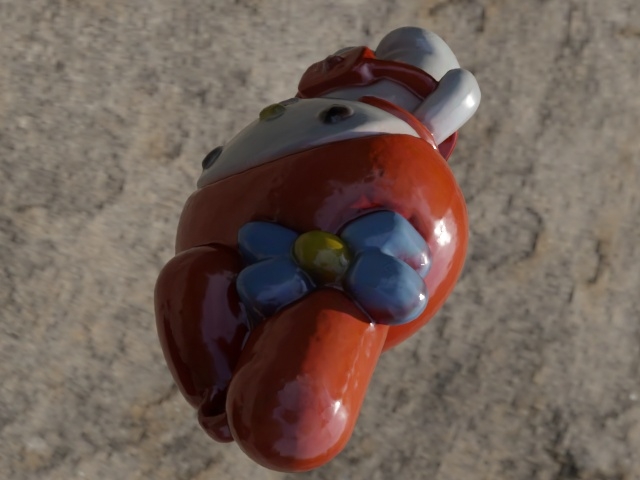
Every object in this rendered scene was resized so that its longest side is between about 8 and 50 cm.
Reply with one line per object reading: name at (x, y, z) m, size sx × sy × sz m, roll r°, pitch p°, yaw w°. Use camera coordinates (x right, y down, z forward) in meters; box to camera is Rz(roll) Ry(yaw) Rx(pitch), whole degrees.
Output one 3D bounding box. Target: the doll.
doll at (0.000, 0.000, 0.766) m, size 0.130 × 0.161 × 0.290 m, roll 56°, pitch 38°, yaw -29°
